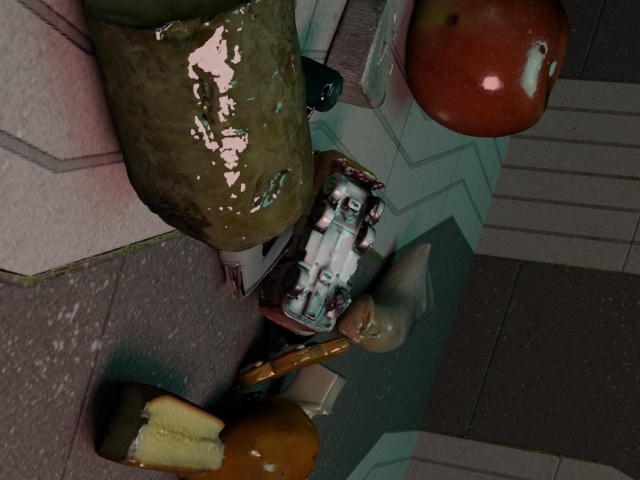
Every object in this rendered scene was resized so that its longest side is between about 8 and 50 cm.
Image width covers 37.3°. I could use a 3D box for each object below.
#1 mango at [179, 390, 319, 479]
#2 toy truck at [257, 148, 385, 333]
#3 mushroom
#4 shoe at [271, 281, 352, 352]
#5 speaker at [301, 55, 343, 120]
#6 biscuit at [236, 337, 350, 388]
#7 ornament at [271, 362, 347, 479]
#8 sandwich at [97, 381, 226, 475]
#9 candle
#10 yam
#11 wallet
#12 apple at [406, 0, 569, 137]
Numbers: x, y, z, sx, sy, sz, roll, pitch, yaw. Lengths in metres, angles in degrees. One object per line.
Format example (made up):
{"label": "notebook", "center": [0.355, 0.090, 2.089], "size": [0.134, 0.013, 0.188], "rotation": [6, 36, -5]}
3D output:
{"label": "mango", "center": [-0.103, 0.337, 1.430], "size": [0.287, 0.152, 0.201], "rotation": [-34, 149, -60]}
{"label": "toy truck", "center": [0.000, 0.000, 1.410], "size": [0.114, 0.135, 0.271], "rotation": [29, 73, -26]}
{"label": "mushroom", "center": [0.146, 0.149, 2.053], "size": [0.397, 0.126, 0.178], "rotation": [-41, 135, -58]}
{"label": "shoe", "center": [-0.021, 0.102, 1.576], "size": [0.106, 0.091, 0.207], "rotation": [-49, -178, 40]}
{"label": "speaker", "center": [-0.020, -0.197, 1.276], "size": [0.094, 0.075, 0.060], "rotation": [-59, 161, -10]}
{"label": "biscuit", "center": [-0.030, 0.187, 1.528], "size": [0.240, 0.158, 0.035], "rotation": [-4, 71, -63]}
{"label": "ornament", "center": [-0.051, 0.336, 1.640], "size": [0.130, 0.120, 0.285], "rotation": [66, 43, -57]}
{"label": "sandwich", "center": [-0.194, 0.230, 1.140], "size": [0.258, 0.096, 0.094], "rotation": [54, 50, -67]}
{"label": "candle", "center": [0.065, -0.282, 1.459], "size": [0.168, 0.068, 0.192], "rotation": [-56, 155, -50]}
{"label": "yam", "center": [-0.105, -0.140, 0.889], "size": [0.300, 0.195, 0.195], "rotation": [86, 28, -49]}
{"label": "wallet", "center": [-0.081, -0.040, 1.251], "size": [0.231, 0.069, 0.170], "rotation": [85, 27, -45]}
{"label": "apple", "center": [0.319, -0.367, 1.801], "size": [0.348, 0.276, 0.349], "rotation": [18, 90, -72]}
